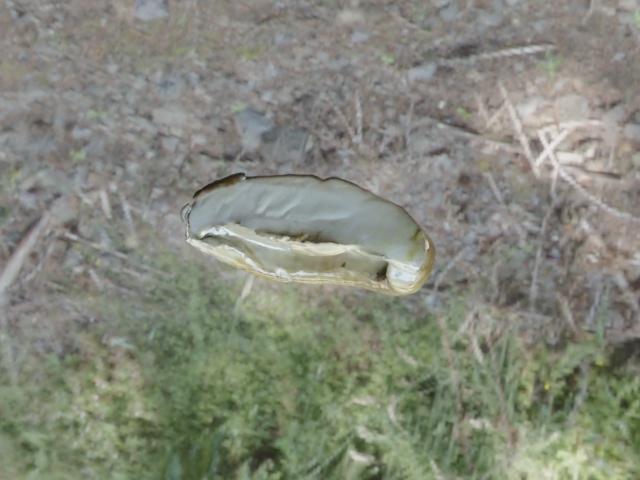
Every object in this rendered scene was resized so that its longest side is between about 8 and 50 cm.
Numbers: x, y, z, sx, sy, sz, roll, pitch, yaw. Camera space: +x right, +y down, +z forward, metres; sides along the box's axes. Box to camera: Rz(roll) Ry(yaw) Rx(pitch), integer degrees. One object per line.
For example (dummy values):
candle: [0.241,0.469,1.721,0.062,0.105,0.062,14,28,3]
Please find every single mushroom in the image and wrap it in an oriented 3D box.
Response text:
mushroom: [0.000,-0.002,0.780,0.210,0.072,0.094,6,150,31]
